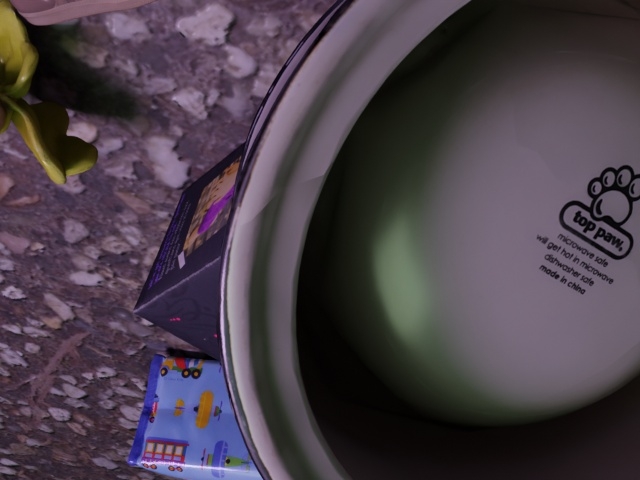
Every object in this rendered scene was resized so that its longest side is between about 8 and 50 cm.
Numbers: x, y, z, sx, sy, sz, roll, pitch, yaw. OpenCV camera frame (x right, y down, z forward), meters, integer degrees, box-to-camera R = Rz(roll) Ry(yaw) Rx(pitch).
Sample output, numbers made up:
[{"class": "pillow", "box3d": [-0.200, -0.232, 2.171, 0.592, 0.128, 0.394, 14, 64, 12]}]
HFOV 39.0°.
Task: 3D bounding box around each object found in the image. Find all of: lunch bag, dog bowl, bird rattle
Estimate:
[{"class": "lunch bag", "box3d": [-0.077, 0.265, 1.126, 0.221, 0.138, 0.293, 3, 151, 11]}, {"class": "dog bowl", "box3d": [0.131, -0.001, 0.526, 0.408, 0.150, 0.407, -5, 111, -14]}, {"class": "bird rattle", "box3d": [-0.321, -0.080, 0.700, 0.254, 0.207, 0.143, -10, 119, 16]}]

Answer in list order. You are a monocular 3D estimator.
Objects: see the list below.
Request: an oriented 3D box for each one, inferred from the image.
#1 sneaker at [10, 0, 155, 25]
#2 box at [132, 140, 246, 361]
[{"class": "sneaker", "box3d": [-0.144, -0.193, 0.589, 0.188, 0.066, 0.071, -9, 136, 28]}, {"class": "box", "box3d": [0.000, 0.000, 0.724, 0.165, 0.143, 0.270, 34, 140, -23]}]
